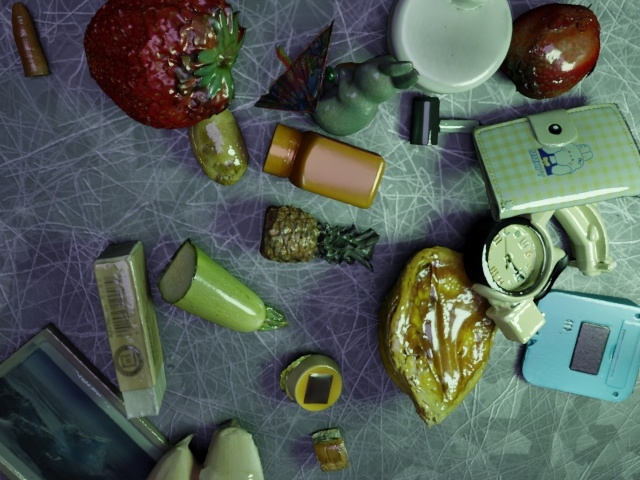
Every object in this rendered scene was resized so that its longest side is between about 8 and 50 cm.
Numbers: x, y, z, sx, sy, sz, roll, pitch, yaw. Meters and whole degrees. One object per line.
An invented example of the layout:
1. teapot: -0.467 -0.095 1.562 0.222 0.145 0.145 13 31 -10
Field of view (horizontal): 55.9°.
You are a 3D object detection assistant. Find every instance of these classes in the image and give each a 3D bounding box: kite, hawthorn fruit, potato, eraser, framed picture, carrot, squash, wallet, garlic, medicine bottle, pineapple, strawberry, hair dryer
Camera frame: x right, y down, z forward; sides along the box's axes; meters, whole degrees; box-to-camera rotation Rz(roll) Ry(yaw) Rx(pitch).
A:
1. kite: -0.038 -0.321 1.166 0.241 0.014 0.183 -45 61 27
2. hawthorn fruit: 0.463 -0.391 1.176 0.181 0.181 0.235 45 85 -13
3. potato: -0.205 -0.192 1.207 0.107 0.080 0.171 -17 103 -13
4. eraser: -0.386 0.181 1.247 0.078 0.144 0.344 -7 103 -5
5. framed picture: -0.570 0.444 1.352 0.326 0.028 0.446 -39 104 5
6. carrot: -0.561 -0.382 1.150 0.048 0.048 0.139 -13 102 -2
7. squash: -0.202 0.134 1.263 0.287 0.137 0.137 38 97 -14
8. wallet: 0.473 -0.162 1.207 0.309 0.077 0.223 -9 72 -5
9. garlic: -0.247 0.579 1.334 0.286 0.249 0.313 12 116 21
10. medicine bottle: 0.004 -0.151 1.197 0.222 0.149 0.112 17 101 -8
11. pineapple: 0.000 -0.001 1.253 0.247 0.128 0.128 10 102 -12
12. strawberry: -0.292 -0.342 1.084 0.288 0.239 0.250 13 66 13
13. hair dryer: 0.283 -0.246 1.257 0.197 0.057 0.101 0 104 -14

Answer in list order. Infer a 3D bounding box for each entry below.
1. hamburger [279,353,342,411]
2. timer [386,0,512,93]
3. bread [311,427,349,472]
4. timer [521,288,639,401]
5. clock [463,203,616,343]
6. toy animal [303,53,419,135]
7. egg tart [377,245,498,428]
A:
1. hamburger: -0.020 0.314 1.343 0.141 0.081 0.127 -10 107 -15
2. timer: 0.242 -0.391 1.114 0.233 0.240 0.234 -1 102 -6
3. bread: 0.023 0.485 1.389 0.070 0.077 0.083 -17 105 -4
4. timer: 0.603 0.234 1.395 0.249 0.091 0.232 11 103 4
5. clock: 0.477 0.011 1.268 0.379 0.120 0.277 -36 103 -12
6. toy animal: 0.091 -0.289 1.136 0.127 0.251 0.126 6 73 -44
7. egg tart: 0.240 0.184 1.283 0.339 0.153 0.352 -47 119 -26
